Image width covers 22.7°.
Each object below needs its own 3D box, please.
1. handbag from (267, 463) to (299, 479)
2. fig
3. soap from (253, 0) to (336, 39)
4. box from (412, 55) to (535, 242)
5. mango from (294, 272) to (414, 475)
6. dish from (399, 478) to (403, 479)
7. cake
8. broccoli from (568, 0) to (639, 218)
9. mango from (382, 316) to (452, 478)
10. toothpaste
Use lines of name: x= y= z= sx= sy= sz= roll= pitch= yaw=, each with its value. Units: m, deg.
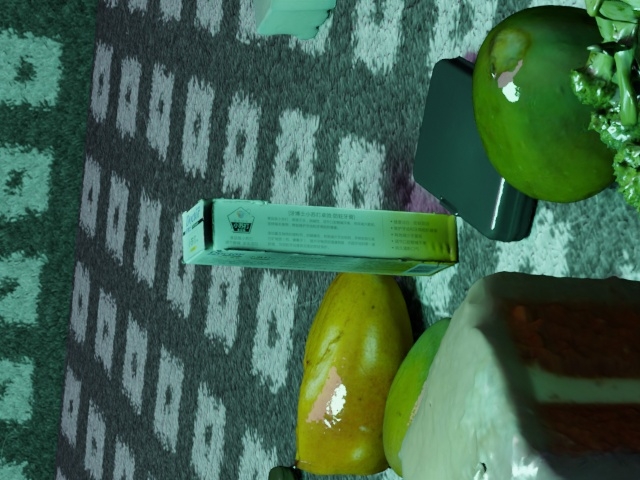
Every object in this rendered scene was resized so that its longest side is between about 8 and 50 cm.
handbag: x=-0.050 y=0.375 z=2.282 sx=0.072 sy=0.047 sz=0.111 roll=-37 pitch=53 yaw=56
fig: x=0.221 y=-0.136 z=1.509 sx=0.181 sy=0.191 sz=0.181 roll=-21 pitch=52 yaw=30
soap: x=-0.043 y=-0.457 z=2.305 sx=0.173 sy=0.095 sz=0.290 roll=131 pitch=137 yaw=-59
box: x=0.175 y=-0.105 z=1.772 sx=0.230 sy=0.050 sz=0.160 roll=-135 pitch=52 yaw=-61
mango: x=0.047 y=0.151 z=1.956 sx=0.187 sy=0.138 sz=0.257 roll=-108 pitch=28 yaw=-81
dish: x=0.104 y=0.346 z=1.633 sx=0.256 sy=0.117 sz=0.256 roll=1 pitch=-90 yaw=-68
cake: x=0.229 y=0.184 z=1.269 sx=0.237 sy=0.308 sz=0.230 roll=-108 pitch=32 yaw=-48
broccoli: x=0.303 y=-0.145 z=1.155 sx=0.321 sy=0.283 sz=0.304 roll=-37 pitch=40 yaw=40
mango: x=0.129 y=0.182 z=1.813 sx=0.130 sy=0.092 sz=0.195 roll=-156 pitch=79 yaw=-69
toothpaste: x=0.000 y=0.000 z=1.845 sx=0.089 sy=0.312 sz=0.071 roll=150 pitch=121 yaw=-66
